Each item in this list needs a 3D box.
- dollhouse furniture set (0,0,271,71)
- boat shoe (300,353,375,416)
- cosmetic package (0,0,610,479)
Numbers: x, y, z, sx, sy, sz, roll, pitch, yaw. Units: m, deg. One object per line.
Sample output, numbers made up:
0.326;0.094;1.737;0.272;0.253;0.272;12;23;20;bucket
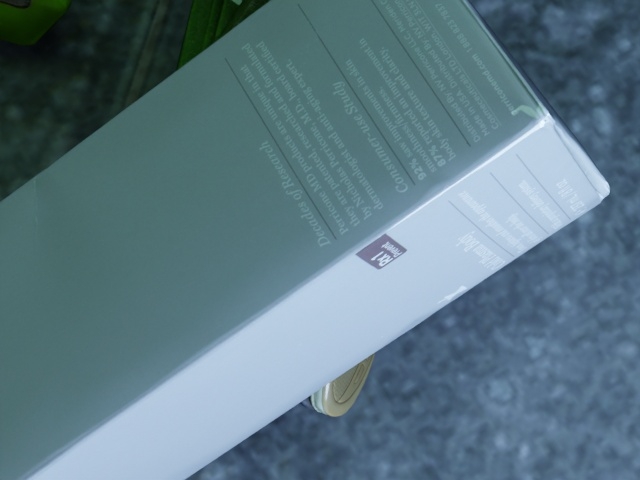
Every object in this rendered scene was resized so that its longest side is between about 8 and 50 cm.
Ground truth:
-0.071;-0.240;0.588;0.198;0.151;0.301;15;72;-14;dollhouse furniture set
0.000;0.000;0.597;0.049;0.056;0.152;2;80;24;boat shoe
-0.026;0.002;0.508;0.238;0.127;0.107;-38;70;11;cosmetic package
